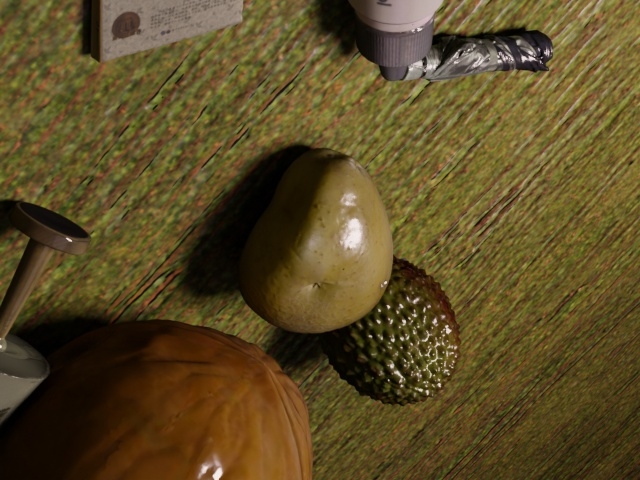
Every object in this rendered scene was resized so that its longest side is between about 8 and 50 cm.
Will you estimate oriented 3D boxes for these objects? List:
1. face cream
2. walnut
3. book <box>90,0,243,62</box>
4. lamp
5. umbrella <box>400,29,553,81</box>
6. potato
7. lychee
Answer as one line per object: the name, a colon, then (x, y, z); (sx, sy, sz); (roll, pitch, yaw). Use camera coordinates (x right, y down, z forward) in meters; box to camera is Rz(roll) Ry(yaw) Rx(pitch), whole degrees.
face cream: (0.065, -0.254, 1.210); (0.092, 0.092, 0.311); (-27, 145, -19)
walnut: (-0.184, 0.249, 1.360); (0.398, 0.308, 0.354); (-46, -177, 13)
book: (-0.115, -0.236, 1.122); (0.138, 0.016, 0.199); (-20, 141, -27)
lamp: (-0.282, 0.073, 1.237); (0.121, 0.121, 0.215); (17, 104, -51)
umbrella: (0.153, -0.186, 1.417); (0.188, 0.046, 0.050); (-8, 143, -32)
potato: (0.000, 0.000, 1.412); (0.157, 0.157, 0.194); (-12, 125, -35)
lychee: (0.077, 0.106, 1.575); (0.171, 0.171, 0.171); (-25, 144, -20)
